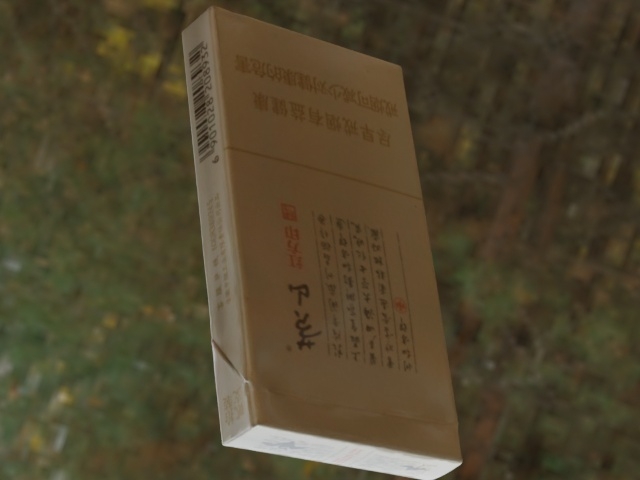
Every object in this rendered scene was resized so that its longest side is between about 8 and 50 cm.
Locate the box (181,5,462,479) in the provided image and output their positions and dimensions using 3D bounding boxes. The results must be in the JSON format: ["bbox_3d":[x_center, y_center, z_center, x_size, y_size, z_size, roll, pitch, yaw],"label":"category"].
[{"bbox_3d":[0.000,0.001,1.551,0.204,0.365,0.051,14,145,-36],"label":"box"}]
